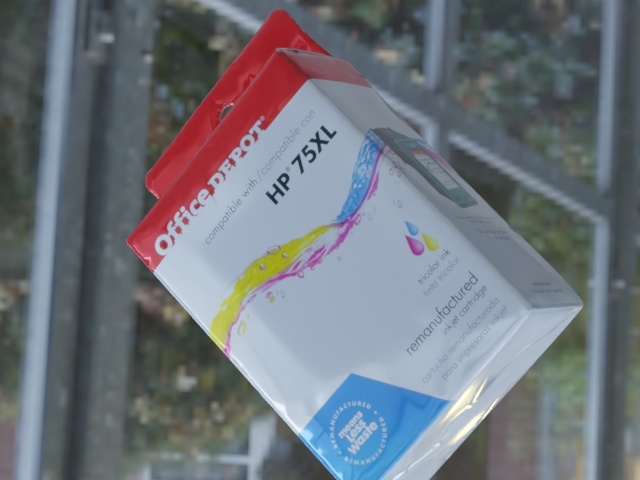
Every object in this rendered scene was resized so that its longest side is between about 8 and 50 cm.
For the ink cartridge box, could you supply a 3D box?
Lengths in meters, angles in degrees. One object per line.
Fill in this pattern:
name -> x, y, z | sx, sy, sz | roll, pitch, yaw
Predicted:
ink cartridge box -> 0.000, 0.000, 0.939 | 0.231, 0.134, 0.078 | 46, -161, 20
